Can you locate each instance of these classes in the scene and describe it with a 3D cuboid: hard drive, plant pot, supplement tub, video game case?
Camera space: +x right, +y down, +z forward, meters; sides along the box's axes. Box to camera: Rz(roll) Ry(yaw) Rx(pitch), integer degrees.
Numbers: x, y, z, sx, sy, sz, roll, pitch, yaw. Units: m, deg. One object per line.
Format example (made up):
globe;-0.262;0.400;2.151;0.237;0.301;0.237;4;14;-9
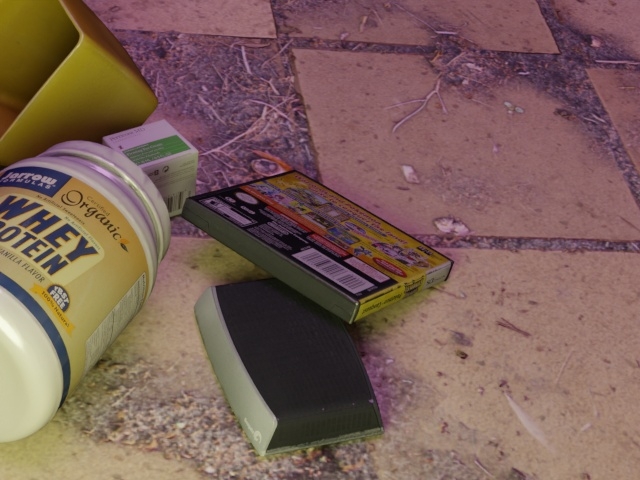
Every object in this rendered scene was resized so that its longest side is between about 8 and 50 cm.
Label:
hard drive;-0.039;0.136;1.641;0.172;0.054;0.255;-7;42;-21
plant pot;-0.346;-0.208;1.860;0.187;0.212;0.212;27;20;-45
supplement tub;-0.321;0.047;1.546;0.228;0.228;0.316;20;39;12
video game case;0.000;0.000;1.785;0.274;0.035;0.248;31;26;24

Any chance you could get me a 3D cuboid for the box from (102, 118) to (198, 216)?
box;-0.227;-0.088;1.838;0.101;0.102;0.087;-21;46;-32
